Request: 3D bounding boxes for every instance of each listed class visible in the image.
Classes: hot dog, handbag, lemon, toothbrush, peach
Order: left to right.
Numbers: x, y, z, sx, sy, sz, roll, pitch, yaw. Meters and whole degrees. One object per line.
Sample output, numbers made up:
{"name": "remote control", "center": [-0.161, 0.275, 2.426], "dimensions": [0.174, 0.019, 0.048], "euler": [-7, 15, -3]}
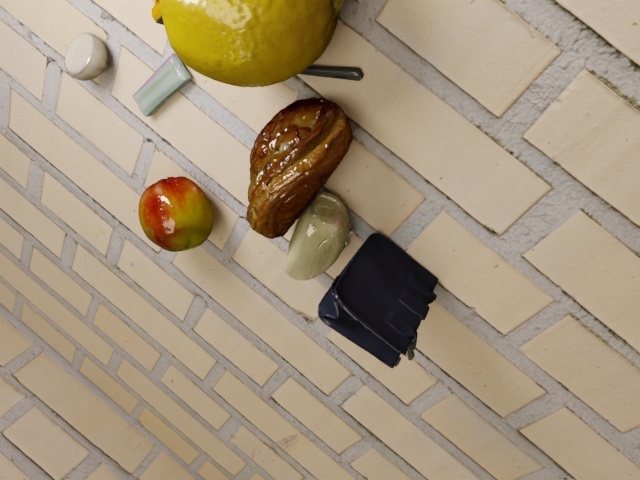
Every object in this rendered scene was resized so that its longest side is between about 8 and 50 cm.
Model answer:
{"name": "peach", "center": [-0.437, -0.079, 1.466], "dimensions": [0.231, 0.231, 0.230], "euler": [13, 123, 21]}
{"name": "lemon", "center": [-0.119, -0.484, 0.983], "dimensions": [0.364, 0.364, 0.364], "euler": [13, 123, 21]}
{"name": "hot dog", "center": [-0.077, -0.180, 1.201], "dimensions": [0.174, 0.266, 0.387], "euler": [17, 130, -28]}
{"name": "toothbrush", "center": [-0.037, -0.412, 1.173], "dimensions": [0.298, 0.030, 0.030], "euler": [12, 148, 21]}
{"name": "handbag", "center": [0.164, 0.150, 1.204], "dimensions": [0.269, 0.325, 0.118], "euler": [38, 131, 5]}

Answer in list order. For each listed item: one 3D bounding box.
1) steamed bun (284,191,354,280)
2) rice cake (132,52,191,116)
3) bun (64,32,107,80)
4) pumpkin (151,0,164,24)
{"name": "steamed bun", "center": [0.000, 0.000, 1.316], "dimensions": [0.153, 0.170, 0.238], "euler": [19, 126, -5]}
{"name": "rice cake", "center": [-0.456, -0.437, 1.376], "dimensions": [0.222, 0.042, 0.080], "euler": [-24, 106, 37]}
{"name": "bun", "center": [-0.669, -0.527, 1.411], "dimensions": [0.138, 0.094, 0.138], "euler": [-5, 79, 31]}
{"name": "pumpkin", "center": [-0.378, -0.634, 1.176], "dimensions": [0.131, 0.126, 0.248], "euler": [-37, 79, 38]}
